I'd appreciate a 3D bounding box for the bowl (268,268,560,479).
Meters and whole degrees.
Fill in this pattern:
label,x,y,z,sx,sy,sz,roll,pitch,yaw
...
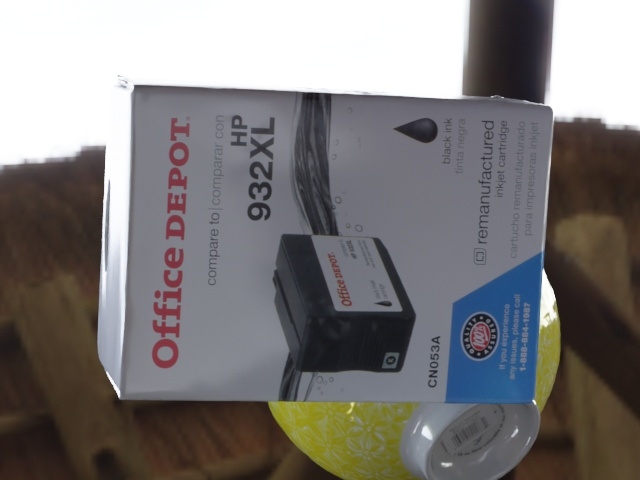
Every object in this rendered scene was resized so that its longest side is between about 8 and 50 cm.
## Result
label,x,y,z,sx,sy,sz,roll,pitch,yaw
bowl,0.108,0.132,1.513,0.289,0.289,0.156,-8,-141,-25

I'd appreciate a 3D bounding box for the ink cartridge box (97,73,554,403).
label,x,y,z,sx,sy,sz,roll,pitch,yaw
ink cartridge box,0.000,0.000,1.235,0.307,0.223,0.129,2,-173,-13
